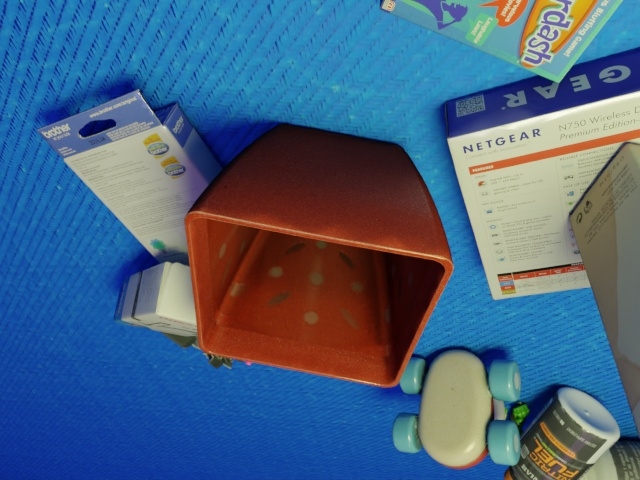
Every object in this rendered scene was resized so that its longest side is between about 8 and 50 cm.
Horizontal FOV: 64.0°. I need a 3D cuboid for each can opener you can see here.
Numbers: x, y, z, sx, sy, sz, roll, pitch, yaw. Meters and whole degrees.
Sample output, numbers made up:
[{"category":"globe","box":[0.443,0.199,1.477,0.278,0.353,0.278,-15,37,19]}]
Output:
[{"category":"can opener","box":[-0.262,0.166,1.023,0.093,0.074,0.280,-46,121,4]}]

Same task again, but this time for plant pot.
[{"category":"plant pot","box":[0.000,0.000,0.660,0.266,0.236,0.268,10,138,0]}]

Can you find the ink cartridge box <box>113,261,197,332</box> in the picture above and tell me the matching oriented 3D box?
[{"category":"ink cartridge box","box":[-0.239,0.106,0.864,0.148,0.086,0.203,20,158,-34]}]

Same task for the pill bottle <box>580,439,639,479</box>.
[{"category":"pill bottle","box":[0.693,0.541,1.108,0.360,0.204,0.204,-2,135,14]}]

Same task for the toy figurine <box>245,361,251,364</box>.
[{"category":"toy figurine","box":[-0.091,0.128,0.869,0.130,0.159,0.173,18,136,-7]}]

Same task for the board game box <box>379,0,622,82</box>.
[{"category":"board game box","box":[0.183,-0.262,0.485,0.210,0.047,0.160,18,136,-8]}]

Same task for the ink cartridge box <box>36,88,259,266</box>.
[{"category":"ink cartridge box","box":[-0.230,-0.077,0.753,0.185,0.065,0.311,-11,135,23]}]

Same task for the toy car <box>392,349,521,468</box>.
[{"category":"toy car","box":[0.294,0.346,1.005,0.219,0.211,0.238,-8,147,34]}]

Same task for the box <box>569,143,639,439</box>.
[{"category":"box","box":[0.358,0.061,0.473,0.147,0.311,0.121,13,137,-2]}]

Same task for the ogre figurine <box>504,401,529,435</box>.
[{"category":"ogre figurine","box":[0.374,0.435,1.135,0.197,0.096,0.118,-44,133,-9]}]

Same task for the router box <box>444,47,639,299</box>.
[{"category":"router box","box":[0.353,-0.069,0.627,0.335,0.082,0.301,-10,133,21]}]

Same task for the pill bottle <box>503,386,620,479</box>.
[{"category":"pill bottle","box":[0.473,0.427,1.037,0.130,0.130,0.246,19,116,-9]}]
